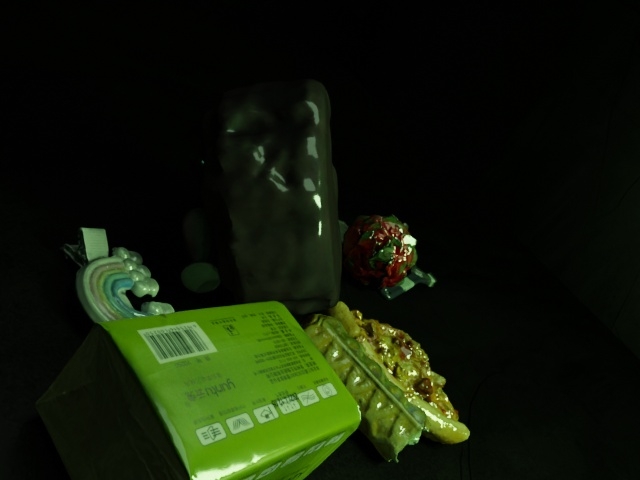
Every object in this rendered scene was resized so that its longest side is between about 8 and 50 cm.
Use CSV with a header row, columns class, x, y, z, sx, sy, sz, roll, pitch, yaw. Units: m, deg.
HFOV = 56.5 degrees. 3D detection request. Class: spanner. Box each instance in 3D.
class,x,y,z,sx,sy,sz,roll,pitch,yaw
spanner,0.215,0.103,1.504,0.087,0.024,0.316,45,25,18

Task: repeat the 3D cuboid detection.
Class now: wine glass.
class,x,y,z,sx,sy,sz,roll,pitch,yaw
wine glass,-0.198,0.013,0.996,0.073,0.073,0.155,27,25,-25

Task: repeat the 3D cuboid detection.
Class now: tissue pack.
class,x,y,z,sx,sy,sz,roll,pitch,yaw
tissue pack,-0.122,0.192,0.661,0.200,0.167,0.275,51,25,24

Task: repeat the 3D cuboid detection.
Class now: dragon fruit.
class,x,y,z,sx,sy,sz,roll,pitch,yaw
dragon fruit,0.131,0.023,1.342,0.189,0.182,0.182,-2,45,-48

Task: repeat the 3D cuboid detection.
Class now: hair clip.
class,x,y,z,sx,sy,sz,roll,pitch,yaw
hair clip,-0.277,0.074,0.811,0.220,0.054,0.140,52,20,21

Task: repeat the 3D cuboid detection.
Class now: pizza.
class,x,y,z,sx,sy,sz,roll,pitch,yaw
pizza,0.148,0.228,1.098,0.335,0.086,0.226,44,25,15

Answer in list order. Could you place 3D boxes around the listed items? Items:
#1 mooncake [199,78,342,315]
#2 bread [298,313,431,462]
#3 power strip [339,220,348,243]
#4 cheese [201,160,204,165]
class,x,y,z,sx,sy,sz,roll,pitch,yaw
mooncake,-0.070,-0.061,0.964,0.212,0.381,0.350,-7,14,0
bread,0.057,0.226,0.961,0.269,0.098,0.087,46,-18,17
power strip,0.002,-0.002,1.347,0.080,0.048,0.286,44,23,7
cheese,-0.185,-0.081,1.215,0.135,0.052,0.244,27,24,-30
